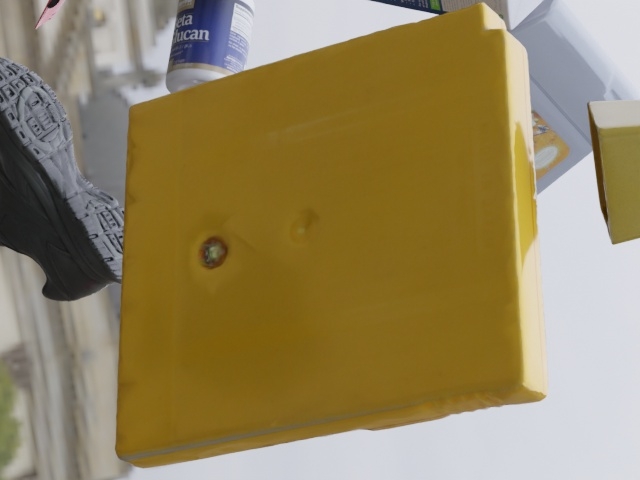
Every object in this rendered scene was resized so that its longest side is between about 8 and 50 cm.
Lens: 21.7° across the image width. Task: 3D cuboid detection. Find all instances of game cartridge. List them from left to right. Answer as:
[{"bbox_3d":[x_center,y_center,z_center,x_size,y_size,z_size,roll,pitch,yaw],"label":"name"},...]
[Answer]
[{"bbox_3d":[0.000,0.000,1.177,0.052,0.323,0.285,33,51,-54],"label":"game cartridge"},{"bbox_3d":[0.122,-0.087,1.479,0.198,0.297,0.062,37,18,-47],"label":"game cartridge"}]

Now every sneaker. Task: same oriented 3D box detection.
[{"bbox_3d":[-0.310,-0.059,1.759,0.130,0.109,0.286,-28,-88,28],"label":"sneaker"}]

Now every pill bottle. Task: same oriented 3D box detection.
[{"bbox_3d":[-0.131,-0.256,2.029,0.094,0.094,0.169,137,-38,-68],"label":"pill bottle"}]

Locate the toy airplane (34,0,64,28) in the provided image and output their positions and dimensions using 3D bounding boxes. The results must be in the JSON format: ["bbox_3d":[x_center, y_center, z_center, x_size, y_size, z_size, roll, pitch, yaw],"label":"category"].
[{"bbox_3d":[-0.175,-0.227,1.311,0.151,0.028,0.151,-57,-172,12],"label":"toy airplane"}]

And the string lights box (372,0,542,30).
[{"bbox_3d":[0.057,-0.269,1.380,0.259,0.077,0.133,18,-46,32],"label":"string lights box"}]

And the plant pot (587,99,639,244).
[{"bbox_3d":[0.229,-0.052,1.126,0.081,0.083,0.081,-77,158,-71],"label":"plant pot"}]
